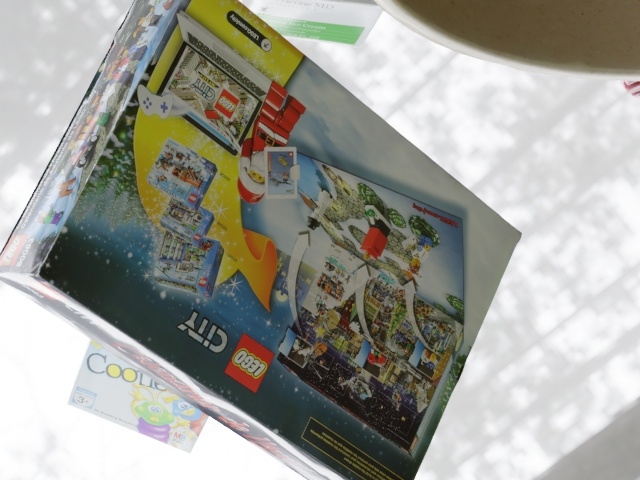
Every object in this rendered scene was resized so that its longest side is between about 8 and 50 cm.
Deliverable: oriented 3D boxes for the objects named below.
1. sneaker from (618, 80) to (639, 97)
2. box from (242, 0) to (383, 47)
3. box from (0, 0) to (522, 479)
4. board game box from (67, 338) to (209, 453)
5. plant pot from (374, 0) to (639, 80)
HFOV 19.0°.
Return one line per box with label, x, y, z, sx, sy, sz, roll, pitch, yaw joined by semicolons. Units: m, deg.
sneaker;0.169;-0.157;0.945;0.299;0.121;0.112;26;-141;-64
box;-0.004;-0.213;1.460;0.101;0.087;0.102;6;-109;-11
box;-0.021;0.005;0.890;0.233;0.044;0.159;37;-111;-32
board game box;-0.145;0.060;1.998;0.144;0.142;0.275;23;-139;-3
plant pot;0.120;-0.231;0.619;0.256;0.256;0.274;16;-121;-40
